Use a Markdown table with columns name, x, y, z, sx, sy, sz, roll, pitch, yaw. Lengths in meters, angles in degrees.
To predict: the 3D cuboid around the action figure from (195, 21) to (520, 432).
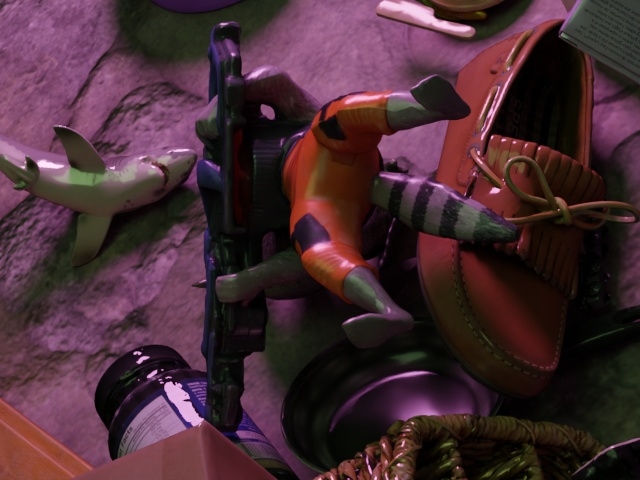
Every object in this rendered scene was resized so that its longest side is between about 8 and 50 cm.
| name | x | y | z | sx | sy | sz | roll | pitch | yaw |
| --- | --- | --- | --- | --- | --- | --- | --- | --- | --- |
| action figure | 0.000 | 0.000 | 1.439 | 0.330 | 0.178 | 0.341 | 22 | 111 | 62 |

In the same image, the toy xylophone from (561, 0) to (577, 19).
| name | x | y | z | sx | sy | sz | roll | pitch | yaw |
| --- | --- | --- | --- | --- | --- | --- | --- | --- | --- |
| toy xylophone | 0.343 | -0.307 | 1.567 | 0.323 | 0.081 | 0.236 | -45 | 25 | 1 |

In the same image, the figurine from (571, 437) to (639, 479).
| name | x | y | z | sx | sy | sz | roll | pitch | yaw |
| --- | --- | --- | --- | --- | --- | --- | --- | --- | --- |
| figurine | 0.315 | 0.199 | 1.242 | 0.215 | 0.092 | 0.209 | -44 | 64 | 26 |

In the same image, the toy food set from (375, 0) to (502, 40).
| name | x | y | z | sx | sy | sz | roll | pitch | yaw |
| --- | --- | --- | --- | --- | --- | --- | --- | --- | --- |
| toy food set | 0.153 | -0.271 | 1.743 | 0.132 | 0.038 | 0.192 | 23 | 69 | 33 |

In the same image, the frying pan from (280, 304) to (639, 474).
| name | x | y | z | sx | sy | sz | roll | pitch | yaw |
| --- | --- | --- | --- | --- | --- | --- | --- | --- | --- |
| frying pan | 0.119 | 0.107 | 1.498 | 0.326 | 0.053 | 0.197 | -28 | 35 | -13 |

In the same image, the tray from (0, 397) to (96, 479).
| name | x | y | z | sx | sy | sz | roll | pitch | yaw |
| --- | --- | --- | --- | --- | --- | --- | --- | --- | --- |
| tray | -0.342 | 0.251 | 1.685 | 0.411 | 0.076 | 0.203 | 27 | 77 | 42 |

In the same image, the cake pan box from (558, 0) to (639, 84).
| name | x | y | z | sx | sy | sz | roll | pitch | yaw |
| --- | --- | --- | --- | --- | --- | --- | --- | --- | --- |
| cake pan box | 0.354 | -0.207 | 1.410 | 0.267 | 0.070 | 0.246 | 30 | 95 | 3 |

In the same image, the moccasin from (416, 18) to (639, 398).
| name | x | y | z | sx | sy | sz | roll | pitch | yaw |
| --- | --- | --- | --- | --- | --- | --- | --- | --- | --- |
| moccasin | 0.175 | -0.036 | 1.465 | 0.147 | 0.139 | 0.380 | -42 | 21 | 42 |

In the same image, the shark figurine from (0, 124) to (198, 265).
| name | x | y | z | sx | sy | sz | roll | pitch | yaw |
| --- | --- | --- | --- | --- | --- | --- | --- | --- | --- |
| shark figurine | -0.277 | -0.091 | 1.833 | 0.166 | 0.278 | 0.116 | -62 | 2 | 21 |

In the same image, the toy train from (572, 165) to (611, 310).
| name | x | y | z | sx | sy | sz | roll | pitch | yaw |
| --- | --- | --- | --- | --- | --- | --- | --- | --- | --- |
| toy train | 0.226 | -0.004 | 1.511 | 0.036 | 0.027 | 0.158 | -20 | 44 | 28 |

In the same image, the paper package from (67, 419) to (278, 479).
| name | x | y | z | sx | sy | sz | roll | pitch | yaw |
| --- | --- | --- | --- | --- | --- | --- | --- | --- | --- |
| paper package | -0.067 | 0.346 | 1.284 | 0.168 | 0.309 | 0.325 | -25 | 51 | 15 |

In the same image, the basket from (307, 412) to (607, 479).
| name | x | y | z | sx | sy | sz | roll | pitch | yaw |
| --- | --- | --- | --- | --- | --- | --- | --- | --- | --- |
| basket | 0.129 | 0.266 | 1.277 | 0.223 | 0.213 | 0.299 | -29 | 49 | 14 |

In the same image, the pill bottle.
| name | x | y | z | sx | sy | sz | roll | pitch | yaw |
| --- | --- | --- | --- | --- | --- | --- | --- | --- | --- |
| pill bottle | -0.110 | 0.190 | 1.542 | 0.123 | 0.123 | 0.219 | -44 | 47 | 0 |

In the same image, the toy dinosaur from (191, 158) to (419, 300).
| name | x | y | z | sx | sy | sz | roll | pitch | yaw |
| --- | --- | --- | --- | --- | --- | --- | --- | --- | --- |
| toy dinosaur | -0.001 | -0.011 | 1.609 | 0.313 | 0.121 | 0.160 | -17 | 40 | 18 |

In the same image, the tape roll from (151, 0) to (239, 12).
| name | x | y | z | sx | sy | sz | roll | pitch | yaw |
| --- | --- | --- | --- | --- | --- | --- | --- | --- | --- |
| tape roll | -0.117 | -0.388 | 1.952 | 0.275 | 0.090 | 0.275 | -17 | 52 | 23 |
